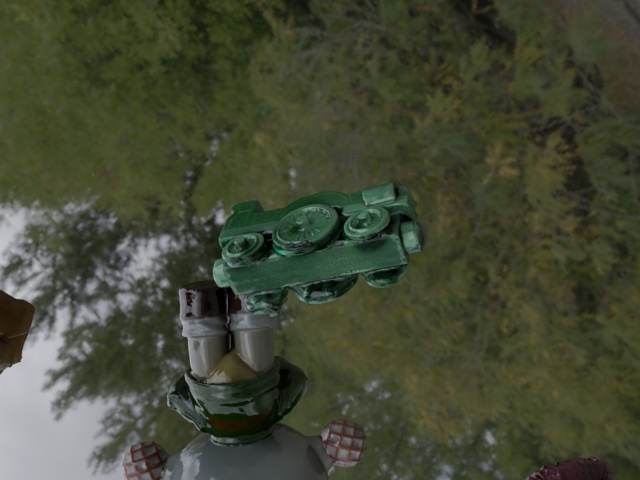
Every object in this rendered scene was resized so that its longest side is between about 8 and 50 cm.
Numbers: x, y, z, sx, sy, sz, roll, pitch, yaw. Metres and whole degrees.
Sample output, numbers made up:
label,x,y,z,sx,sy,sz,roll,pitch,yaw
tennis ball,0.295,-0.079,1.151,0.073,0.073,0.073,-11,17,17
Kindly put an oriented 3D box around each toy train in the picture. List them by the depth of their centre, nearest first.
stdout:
label,x,y,z,sx,sy,sz,roll,pitch,yaw
toy train,0.000,0.000,0.765,0.105,0.178,0.071,-75,-31,-55

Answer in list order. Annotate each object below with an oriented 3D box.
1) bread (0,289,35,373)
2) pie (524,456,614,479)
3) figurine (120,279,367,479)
label,x,y,z,sx,sy,sz,roll,pitch,yaw
bread,-0.447,0.067,0.865,0.380,0.185,0.109,25,-111,-64
pie,0.141,0.205,0.659,0.154,0.154,0.036,41,-166,-52
figurine,-0.085,0.226,1.045,0.167,0.281,0.370,-121,26,-81
